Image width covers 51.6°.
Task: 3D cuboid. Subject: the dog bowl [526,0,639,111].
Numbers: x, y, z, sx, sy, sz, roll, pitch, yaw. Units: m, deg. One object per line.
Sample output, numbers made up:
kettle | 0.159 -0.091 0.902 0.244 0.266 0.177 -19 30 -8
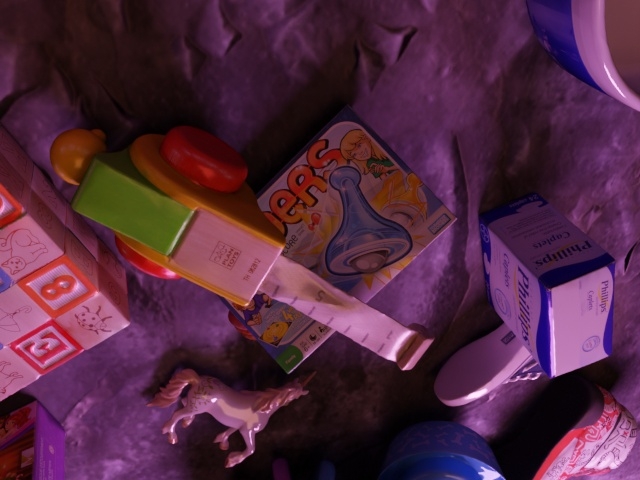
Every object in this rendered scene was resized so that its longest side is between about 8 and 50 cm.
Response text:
dog bowl | 0.310 -0.242 0.550 0.264 0.104 0.265 -10 123 -15

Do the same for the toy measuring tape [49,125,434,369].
toy measuring tape | -0.057 -0.002 0.540 0.330 0.121 0.121 28 108 -15

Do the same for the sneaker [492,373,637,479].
sneaker | 0.314 0.313 0.907 0.145 0.090 0.270 30 104 -30

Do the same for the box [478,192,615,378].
box | 0.228 0.044 0.678 0.072 0.137 0.126 -21 125 -6

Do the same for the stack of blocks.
stack of blocks | -0.297 -0.014 0.479 0.171 0.087 0.297 -30 126 0

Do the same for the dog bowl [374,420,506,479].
dog bowl | 0.132 0.352 0.845 0.166 0.074 0.297 15 118 0

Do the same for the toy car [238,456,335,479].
toy car | -0.038 0.324 0.770 0.182 0.159 0.136 -25 89 -4

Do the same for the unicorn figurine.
unicorn figurine | -0.089 0.178 0.693 0.162 0.060 0.111 23 111 -31

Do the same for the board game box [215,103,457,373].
board game box | 0.000 0.000 0.584 0.201 0.035 0.136 -44 86 9

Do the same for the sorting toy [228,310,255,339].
sorting toy | -0.038 0.076 0.649 0.102 0.061 0.042 2 123 5

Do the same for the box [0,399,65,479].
box | -0.368 0.287 0.572 0.293 0.201 0.057 -26 127 -4

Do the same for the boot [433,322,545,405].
boot | 0.229 0.146 0.784 0.190 0.069 0.086 -38 123 3
